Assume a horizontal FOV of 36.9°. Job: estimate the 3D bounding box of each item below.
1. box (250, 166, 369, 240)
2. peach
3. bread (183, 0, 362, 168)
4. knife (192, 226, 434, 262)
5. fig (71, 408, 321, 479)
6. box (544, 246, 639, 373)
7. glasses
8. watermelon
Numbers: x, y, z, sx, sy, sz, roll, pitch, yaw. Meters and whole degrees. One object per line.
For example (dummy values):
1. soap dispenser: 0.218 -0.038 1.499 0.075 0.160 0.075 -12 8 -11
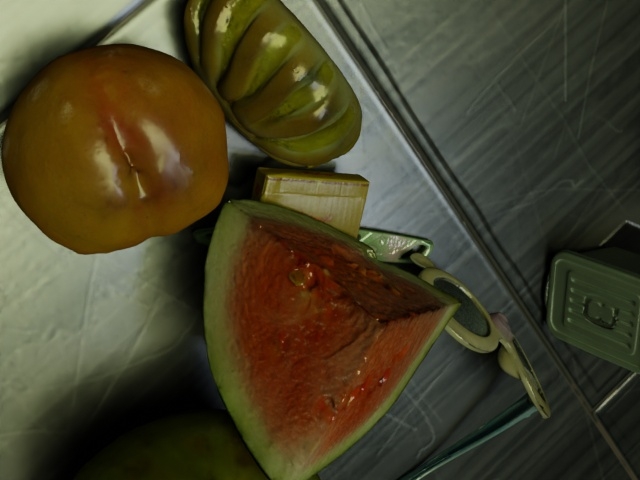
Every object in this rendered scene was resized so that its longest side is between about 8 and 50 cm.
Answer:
1. box: -0.020 0.023 0.715 0.087 0.023 0.155 3 111 -26
2. peach: -0.125 -0.057 0.592 0.138 0.138 0.138 -8 111 -23
3. bread: -0.021 -0.103 0.649 0.083 0.094 0.157 -49 140 -9
4. knife: 0.000 0.000 0.737 0.207 0.014 0.030 5 106 -28
5. fig: -0.094 0.237 0.691 0.203 0.203 0.225 -12 147 -21
6. box: 0.260 0.053 0.820 0.069 0.122 0.084 -15 115 -33
7. glasses: 0.081 0.146 0.778 0.220 0.088 0.189 -49 124 -1
8. watermelon: -0.009 0.052 0.658 0.193 0.145 0.137 -44 158 -29
